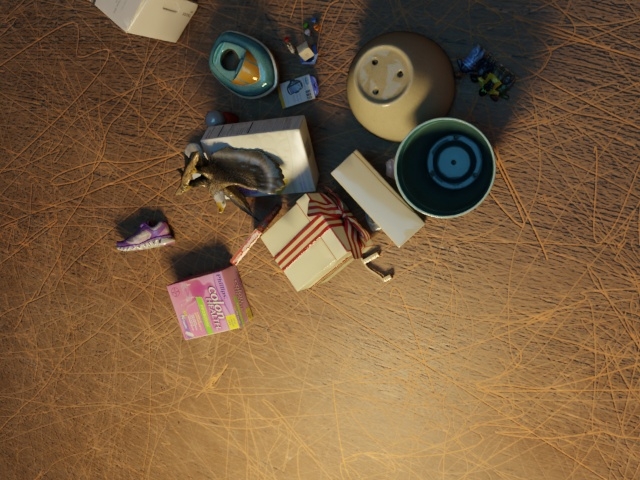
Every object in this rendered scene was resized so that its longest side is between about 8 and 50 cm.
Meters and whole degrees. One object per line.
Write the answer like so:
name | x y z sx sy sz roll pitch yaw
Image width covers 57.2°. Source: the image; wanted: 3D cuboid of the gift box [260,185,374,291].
gift box | 0.000 0.000 1.853 0.258 0.276 0.255 -41 82 22

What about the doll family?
doll family | 0.475 -0.481 1.710 0.193 0.076 0.111 46 116 11

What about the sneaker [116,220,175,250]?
sneaker | -0.657 -0.018 2.194 0.236 0.095 0.105 -11 91 16

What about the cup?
cup | 0.208 -0.459 1.701 0.331 0.237 0.331 2 96 21

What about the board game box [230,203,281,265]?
board game box | -0.207 -0.024 1.927 0.027 0.281 0.145 38 111 -5

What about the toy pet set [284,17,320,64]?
toy pet set | -0.040 -0.626 1.878 0.122 0.065 0.114 -28 56 19

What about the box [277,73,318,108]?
box | -0.070 -0.489 1.921 0.136 0.028 0.081 -12 97 19

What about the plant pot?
plant pot | 0.371 -0.218 1.698 0.271 0.255 0.272 4 102 18

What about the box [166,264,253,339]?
box | -0.401 0.225 2.134 0.242 0.117 0.214 -15 96 21

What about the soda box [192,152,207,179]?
soda box | -0.353 -0.285 2.039 0.216 0.069 0.074 -20 95 22

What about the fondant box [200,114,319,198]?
fondant box | -0.189 -0.264 1.902 0.330 0.096 0.238 -3 131 16

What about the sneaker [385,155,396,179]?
sneaker | 0.244 -0.256 1.844 0.070 0.051 0.134 20 111 9

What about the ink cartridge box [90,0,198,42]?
ink cartridge box | -0.643 -0.842 1.909 0.395 0.285 0.166 42 112 8

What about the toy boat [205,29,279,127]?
toy boat | -0.278 -0.510 1.919 0.267 0.148 0.318 30 110 16

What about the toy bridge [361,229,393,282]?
toy bridge | 0.168 0.056 1.949 0.063 0.026 0.188 -31 88 23

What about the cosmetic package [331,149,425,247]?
cosmetic package | 0.180 -0.127 1.827 0.113 0.160 0.309 -44 86 6

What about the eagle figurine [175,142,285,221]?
eagle figurine | -0.295 -0.180 1.842 0.226 0.298 0.225 13 97 58

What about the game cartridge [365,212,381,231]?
game cartridge | 0.178 -0.074 1.925 0.056 0.017 0.083 -17 95 25
